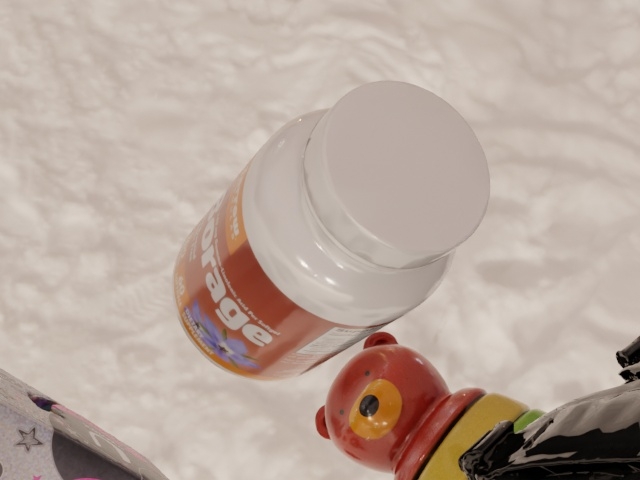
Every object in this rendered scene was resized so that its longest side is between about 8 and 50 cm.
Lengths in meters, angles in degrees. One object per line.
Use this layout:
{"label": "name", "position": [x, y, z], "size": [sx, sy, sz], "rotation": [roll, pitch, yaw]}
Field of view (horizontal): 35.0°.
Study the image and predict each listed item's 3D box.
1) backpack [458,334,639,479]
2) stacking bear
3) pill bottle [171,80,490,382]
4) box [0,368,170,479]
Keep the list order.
{"label": "backpack", "position": [0.234, 0.133, 0.365], "size": [0.290, 0.355, 0.273], "rotation": [-24, 78, -27]}
{"label": "stacking bear", "position": [0.127, 0.191, 0.823], "size": [0.289, 0.175, 0.164], "rotation": [35, 6, 22]}
{"label": "pill bottle", "position": [0.000, 0.000, 0.573], "size": [0.121, 0.216, 0.121], "rotation": [9, 66, -21]}
{"label": "box", "position": [-0.242, 0.189, 0.739], "size": [0.247, 0.163, 0.142], "rotation": [37, -11, -26]}
